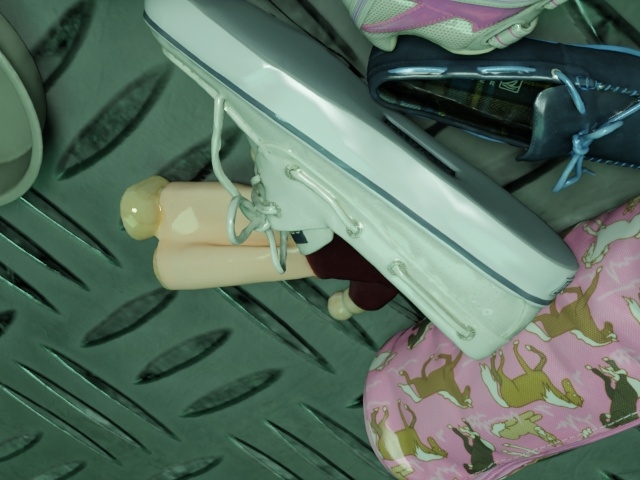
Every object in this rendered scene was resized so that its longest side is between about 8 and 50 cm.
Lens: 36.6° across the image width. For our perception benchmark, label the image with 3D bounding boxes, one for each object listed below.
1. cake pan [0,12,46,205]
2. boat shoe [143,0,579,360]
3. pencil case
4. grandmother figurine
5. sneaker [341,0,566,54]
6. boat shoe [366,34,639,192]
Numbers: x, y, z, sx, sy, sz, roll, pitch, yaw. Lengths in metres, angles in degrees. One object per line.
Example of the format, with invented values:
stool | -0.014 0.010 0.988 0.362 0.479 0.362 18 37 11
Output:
cake pan | -0.381 -0.152 0.897 0.293 0.054 0.293 13 139 12
boat shoe | -0.002 -0.038 0.717 0.367 0.136 0.156 37 111 -1
pencil case | 0.195 0.097 0.810 0.160 0.167 0.386 40 140 -12
grandmother figurine | 0.000 0.000 0.853 0.343 0.104 0.207 -1 143 29
sneaker | 0.117 -0.181 0.610 0.252 0.103 0.111 2 140 32
boat shoe | 0.156 -0.086 0.690 0.258 0.089 0.109 13 139 12
